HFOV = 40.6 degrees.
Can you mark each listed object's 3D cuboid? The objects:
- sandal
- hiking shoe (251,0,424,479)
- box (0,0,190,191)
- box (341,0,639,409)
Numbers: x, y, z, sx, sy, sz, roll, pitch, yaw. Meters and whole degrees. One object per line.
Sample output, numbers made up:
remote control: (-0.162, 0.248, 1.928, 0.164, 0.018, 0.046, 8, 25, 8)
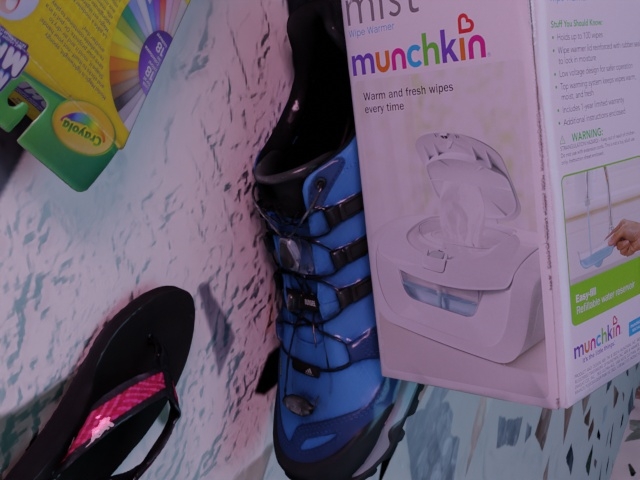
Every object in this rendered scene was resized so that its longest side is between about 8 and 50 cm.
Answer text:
sandal: (-0.100, 0.097, 0.408, 0.179, 0.040, 0.067, -59, 145, -37)
hiking shoe: (0.000, 0.000, 0.536, 0.132, 0.113, 0.304, 17, 80, -43)
box: (-0.096, -0.119, 0.353, 0.105, 0.043, 0.179, 54, 48, -55)
box: (0.153, -0.057, 0.515, 0.261, 0.126, 0.231, -17, 102, -43)
